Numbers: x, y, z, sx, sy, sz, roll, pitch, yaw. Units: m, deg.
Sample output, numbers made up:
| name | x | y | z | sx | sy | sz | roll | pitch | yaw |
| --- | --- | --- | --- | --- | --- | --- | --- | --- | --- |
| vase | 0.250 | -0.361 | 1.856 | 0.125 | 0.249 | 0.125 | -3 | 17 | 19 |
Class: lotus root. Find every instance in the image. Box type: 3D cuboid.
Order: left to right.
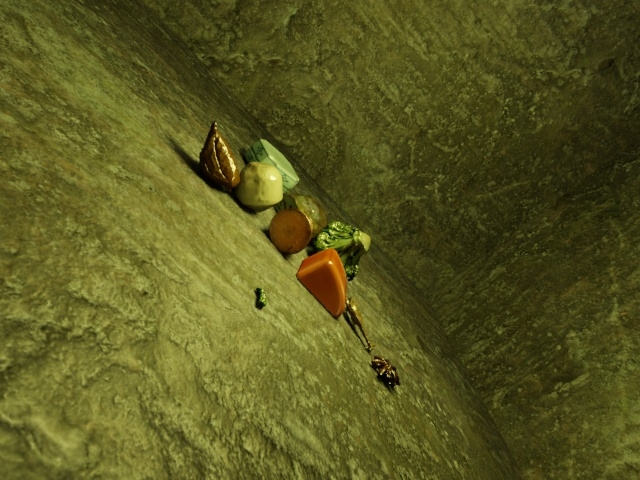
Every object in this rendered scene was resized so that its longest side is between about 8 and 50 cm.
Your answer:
| name | x | y | z | sx | sy | sz | roll | pitch | yaw |
| --- | --- | --- | --- | --- | --- | --- | --- | --- | --- |
| lotus root | -0.062 | -0.125 | 2.142 | 0.260 | 0.149 | 0.266 | 6 | 45 | -45 |

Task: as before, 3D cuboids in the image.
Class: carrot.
| name | x | y | z | sx | sy | sz | roll | pitch | yaw |
| --- | --- | --- | --- | --- | --- | --- | --- | --- | --- |
| carrot | -0.103 | -0.048 | 1.847 | 0.196 | 0.196 | 0.254 | 50 | 12 | 3 |

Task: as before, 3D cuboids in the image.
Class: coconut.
| name | x | y | z | sx | sy | sz | roll | pitch | yaw |
| --- | --- | --- | --- | --- | --- | --- | --- | --- | --- |
| coconut | -0.269 | -0.227 | 1.808 | 0.224 | 0.224 | 0.224 | 45 | 14 | -15 |

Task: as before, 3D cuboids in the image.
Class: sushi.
| name | x | y | z | sx | sy | sz | roll | pitch | yaw |
| --- | --- | --- | --- | --- | --- | --- | --- | --- | --- |
| sushi | -0.421 | -0.321 | 1.670 | 0.140 | 0.149 | 0.286 | -119 | -175 | -75 |

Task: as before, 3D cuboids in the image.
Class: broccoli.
| name | x | y | z | sx | sy | sz | roll | pitch | yaw |
| --- | --- | --- | --- | --- | --- | --- | --- | --- | --- |
| broccoli | 0.116 | 0.034 | 2.075 | 0.304 | 0.284 | 0.321 | 34 | 50 | -28 |

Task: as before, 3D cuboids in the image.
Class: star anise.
| name | x | y | z | sx | sy | sz | roll | pitch | yaw |
| --- | --- | --- | --- | --- | --- | --- | --- | --- | --- |
| star anise | 0.267 | 0.528 | 1.696 | 0.168 | 0.057 | 0.168 | 47 | 14 | -15 |

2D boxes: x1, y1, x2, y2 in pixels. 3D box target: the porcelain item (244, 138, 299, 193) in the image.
| name | x | y | z | sx | sy | sz | roll | pitch | yaw |
| --- | --- | --- | --- | --- | --- | --- | --- | --- | --- |
| porcelain item | -0.279 | -0.411 | 2.351 | 0.286 | 0.157 | 0.281 | 35 | 21 | -49 |

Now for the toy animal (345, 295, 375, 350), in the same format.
| name | x | y | z | sx | sy | sz | roll | pitch | yaw |
| --- | --- | --- | --- | --- | --- | --- | --- | --- | --- |
| toy animal | 0.167 | 0.355 | 1.829 | 0.275 | 0.054 | 0.149 | -119 | -172 | -48 |

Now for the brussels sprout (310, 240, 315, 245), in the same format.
| name | x | y | z | sx | sy | sz | roll | pitch | yaw |
| --- | --- | --- | --- | --- | --- | --- | --- | --- | --- |
| brussels sprout | 0.001 | -0.002 | 2.259 | 0.181 | 0.101 | 0.139 | 49 | 28 | -22 |

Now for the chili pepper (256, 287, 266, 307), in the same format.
| name | x | y | z | sx | sy | sz | roll | pitch | yaw |
| --- | --- | --- | --- | --- | --- | --- | --- | --- | --- |
| chili pepper | -0.184 | 0.179 | 1.300 | 0.034 | 0.030 | 0.091 | 15 | 24 | -20 |

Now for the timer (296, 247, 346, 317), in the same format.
| name | x | y | z | sx | sy | sz | roll | pitch | yaw |
| --- | --- | --- | --- | --- | --- | --- | --- | --- | --- |
| timer | 0.036 | 0.186 | 1.819 | 0.249 | 0.162 | 0.257 | 62 | 11 | -10 |
